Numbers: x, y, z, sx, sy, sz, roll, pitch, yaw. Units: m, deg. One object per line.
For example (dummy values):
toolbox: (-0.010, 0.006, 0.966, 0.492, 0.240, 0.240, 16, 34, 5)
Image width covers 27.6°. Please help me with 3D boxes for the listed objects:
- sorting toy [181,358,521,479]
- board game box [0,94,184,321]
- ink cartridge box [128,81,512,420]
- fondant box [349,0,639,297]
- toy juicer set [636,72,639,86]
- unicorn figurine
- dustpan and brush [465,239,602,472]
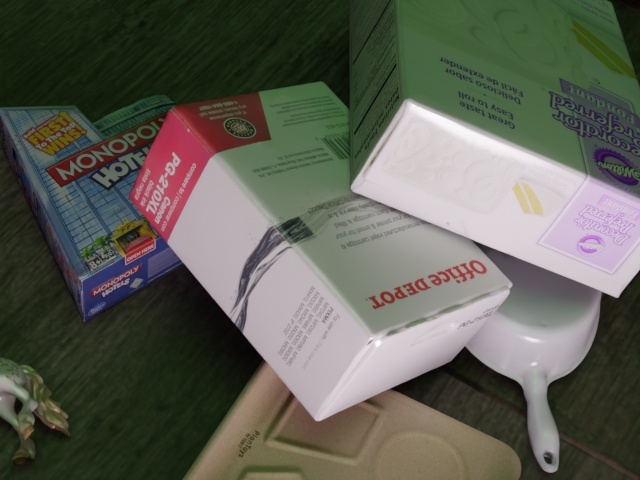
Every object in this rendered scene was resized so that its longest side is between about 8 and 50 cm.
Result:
sorting toy: (0.018, 0.185, 0.929, 0.208, 0.038, 0.193, 27, 53, 9)
board game box: (-0.172, -0.056, 1.083, 0.194, 0.060, 0.194, -31, 62, -28)
ink cartridge box: (0.000, 0.000, 0.978, 0.172, 0.100, 0.237, -17, 58, -46)
fondant box: (0.147, -0.128, 1.077, 0.238, 0.096, 0.330, 21, 38, -16)
toy juicer set: (0.307, -0.090, 1.076, 0.090, 0.209, 0.329, 8, 50, -12)
unicorn figurine: (-0.254, 0.099, 0.915, 0.060, 0.162, 0.111, -35, 56, 13)
dustpan and brush: (0.165, 0.081, 1.024, 0.147, 0.060, 0.211, 4, 43, -12)
